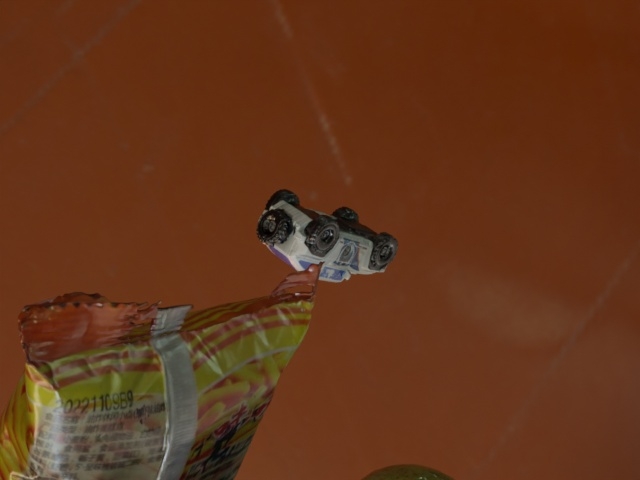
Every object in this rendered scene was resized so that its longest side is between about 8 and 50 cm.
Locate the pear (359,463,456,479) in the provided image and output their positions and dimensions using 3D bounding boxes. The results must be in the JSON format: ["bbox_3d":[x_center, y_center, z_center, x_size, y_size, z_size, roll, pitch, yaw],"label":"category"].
[{"bbox_3d":[0.081,0.302,1.596,0.167,0.136,0.167,-24,124,-42],"label":"pear"}]

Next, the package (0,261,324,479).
[{"bbox_3d":[-0.123,0.134,1.018,0.223,0.108,0.288,-17,150,-43],"label":"package"}]

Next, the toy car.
[{"bbox_3d":[0.000,0.000,1.668,0.170,0.080,0.070,13,106,-50],"label":"toy car"}]
